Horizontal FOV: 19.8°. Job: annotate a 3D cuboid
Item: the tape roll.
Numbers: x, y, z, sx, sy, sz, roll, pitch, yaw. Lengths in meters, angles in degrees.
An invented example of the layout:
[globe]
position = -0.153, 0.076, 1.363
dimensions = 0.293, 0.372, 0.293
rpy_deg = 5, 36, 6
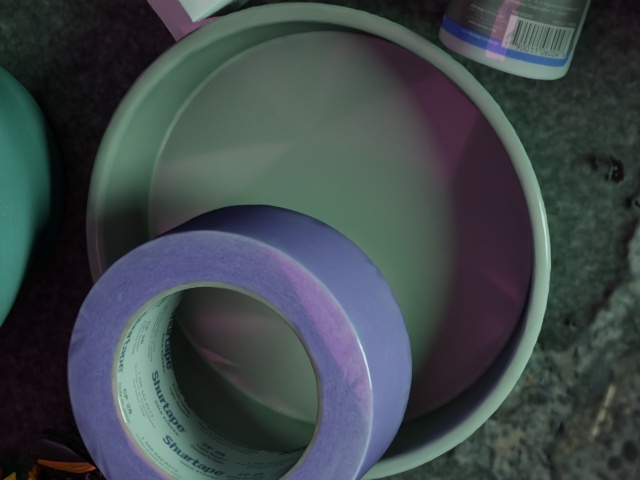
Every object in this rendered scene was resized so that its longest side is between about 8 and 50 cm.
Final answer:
[tape roll]
position = -0.047, 0.077, 1.072
dimensions = 0.189, 0.080, 0.189
rpy_deg = 4, 103, 18

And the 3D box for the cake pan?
[cake pan]
position = 0.000, 0.000, 1.110
dimensions = 0.293, 0.054, 0.293
rpy_deg = 4, 104, 18

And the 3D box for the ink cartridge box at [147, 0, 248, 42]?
[ink cartridge box]
position = -0.056, -0.202, 1.079
dimensions = 0.181, 0.061, 0.104
rpy_deg = -37, 87, 23

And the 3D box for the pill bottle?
[pill bottle]
position = 0.121, -0.165, 1.017
dimensions = 0.078, 0.078, 0.137
rpy_deg = 21, 108, 14

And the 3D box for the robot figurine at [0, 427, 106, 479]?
[robot figurine]
position = -0.143, 0.265, 1.190
dimensions = 0.291, 0.085, 0.211
rpy_deg = 49, 124, 8

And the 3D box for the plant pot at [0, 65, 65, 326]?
[plant pot]
position = -0.288, -0.014, 1.100
dimensions = 0.272, 0.255, 0.271
rpy_deg = 4, 103, 19
